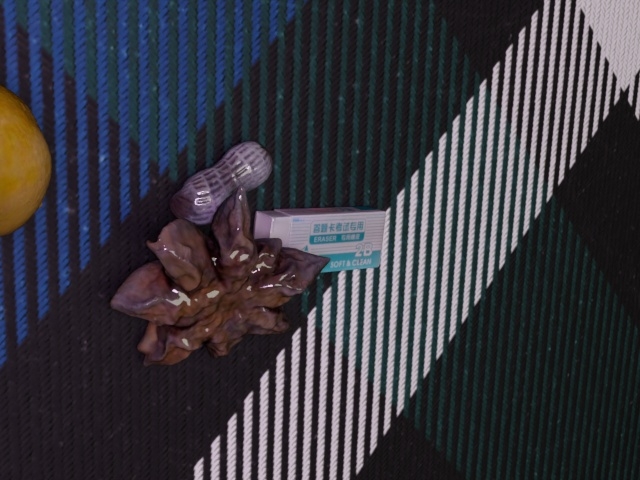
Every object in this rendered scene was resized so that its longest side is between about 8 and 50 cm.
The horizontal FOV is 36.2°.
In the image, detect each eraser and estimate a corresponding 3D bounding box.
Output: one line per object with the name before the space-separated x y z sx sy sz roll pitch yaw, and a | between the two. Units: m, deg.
eraser | 0.000 0.000 1.506 0.225 0.052 0.095 -4 107 -38

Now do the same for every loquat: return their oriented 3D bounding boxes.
loquat | -0.398 -0.079 1.065 0.213 0.213 0.213 -12 110 -36

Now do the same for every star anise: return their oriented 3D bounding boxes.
star anise | -0.129 0.058 1.341 0.315 0.108 0.315 -13 135 -13

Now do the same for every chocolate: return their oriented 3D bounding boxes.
chocolate | -0.136 -0.079 1.364 0.167 0.072 0.072 -40 124 -26
